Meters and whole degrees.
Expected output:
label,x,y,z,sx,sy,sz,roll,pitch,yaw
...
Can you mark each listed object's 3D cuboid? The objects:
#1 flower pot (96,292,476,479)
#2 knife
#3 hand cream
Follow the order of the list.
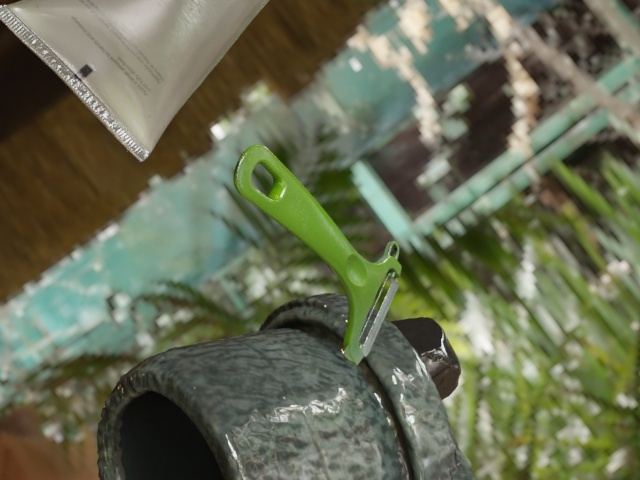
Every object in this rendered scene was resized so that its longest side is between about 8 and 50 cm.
label,x,y,z,sx,sy,sz,roll,pitch,yaw
flower pot,0.000,0.200,1.459,0.283,0.299,0.299,-12,-24,-37
knife,0.002,0.000,0.961,0.166,0.023,0.078,51,-128,-47
hand cream,-0.071,-0.104,0.793,0.054,0.087,0.186,-40,6,34
